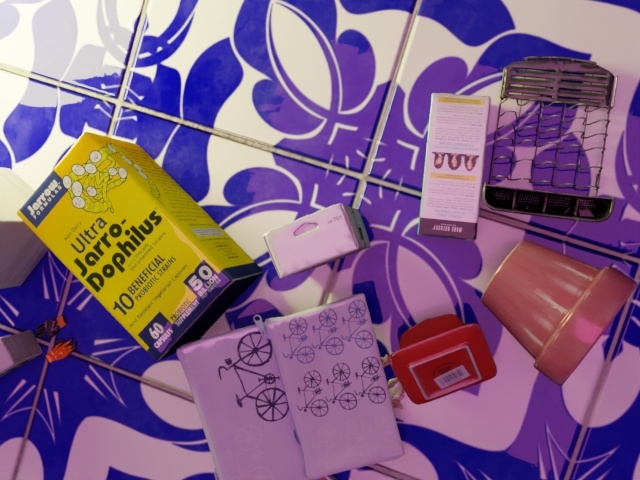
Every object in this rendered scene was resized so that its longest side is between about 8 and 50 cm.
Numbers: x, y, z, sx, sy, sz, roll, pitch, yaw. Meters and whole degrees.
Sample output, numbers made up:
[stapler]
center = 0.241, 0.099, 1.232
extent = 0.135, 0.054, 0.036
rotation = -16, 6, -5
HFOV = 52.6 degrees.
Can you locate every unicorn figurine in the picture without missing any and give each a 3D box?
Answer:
[unicorn figurine]
center = 0.079, 0.245, 1.158
extent = 0.111, 0.060, 0.162
rotation = -24, 85, 5

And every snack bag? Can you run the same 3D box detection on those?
[snack bag]
center = -0.051, 0.277, 1.111
extent = 0.342, 0.037, 0.323
rotation = -14, 104, -1

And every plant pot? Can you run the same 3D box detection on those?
[plant pot]
center = 0.371, 0.100, 1.048
extent = 0.180, 0.201, 0.201
rotation = 37, 97, 22

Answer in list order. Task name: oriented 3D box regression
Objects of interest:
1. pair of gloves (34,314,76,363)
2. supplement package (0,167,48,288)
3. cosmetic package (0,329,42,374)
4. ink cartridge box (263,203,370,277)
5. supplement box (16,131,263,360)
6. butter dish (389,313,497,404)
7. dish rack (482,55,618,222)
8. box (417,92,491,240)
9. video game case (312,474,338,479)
[pair of gloves]
center = -0.526, 0.196, 1.286
extent = 0.074, 0.010, 0.083
rotation = -27, 86, 10
[supplement package]
center = -0.637, -0.023, 1.155
extent = 0.175, 0.293, 0.178
rotation = 41, 97, 6
[cosmetic package]
center = -0.677, 0.260, 1.269
extent = 0.239, 0.099, 0.061
rotation = -28, 86, 10
[ink cartridge box]
center = 0.000, 0.000, 1.098
extent = 0.139, 0.190, 0.082
rotation = -21, 88, 10
[supplement box]
center = -0.310, 0.006, 1.150
extent = 0.356, 0.195, 0.194
rotation = 44, 98, 6
[butter dish]
center = 0.201, 0.184, 1.113
extent = 0.160, 0.118, 0.160
rotation = -23, 128, 8
[dish rack]
center = 0.389, -0.174, 1.086
extent = 0.208, 0.074, 0.272
rotation = 7, 93, 9
[box]
center = 0.230, -0.126, 1.121
extent = 0.100, 0.060, 0.245
rotation = 6, 93, 10
[video game case]
center = -0.053, 0.558, 1.206
extent = 0.204, 0.025, 0.285
rotation = 42, 97, 5
